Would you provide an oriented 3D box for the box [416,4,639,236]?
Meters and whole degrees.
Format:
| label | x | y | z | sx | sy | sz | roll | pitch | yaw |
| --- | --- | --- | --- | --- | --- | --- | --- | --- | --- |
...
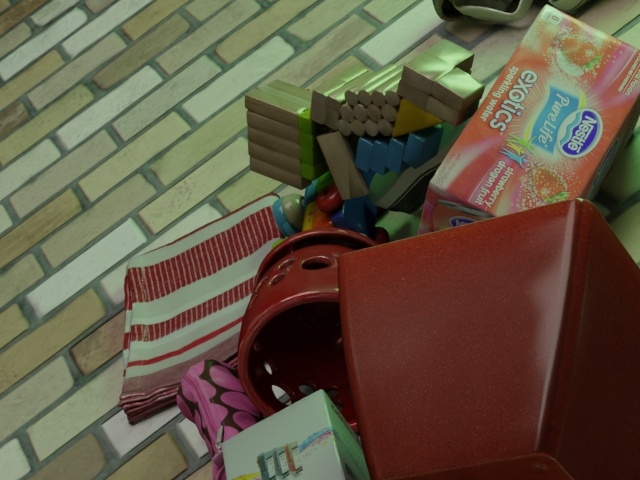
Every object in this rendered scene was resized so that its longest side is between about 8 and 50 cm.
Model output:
| label | x | y | z | sx | sy | sz | roll | pitch | yaw |
| --- | --- | --- | --- | --- | --- | --- | --- | --- | --- |
| box | 0.242 | -0.094 | 1.946 | 0.154 | 0.142 | 0.300 | 28 | 59 | 12 |

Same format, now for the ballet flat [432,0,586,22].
| label | x | y | z | sx | sy | sz | roll | pitch | yaw |
| --- | --- | --- | --- | --- | --- | --- | --- | --- | --- |
| ballet flat | 0.295 | -0.354 | 2.345 | 0.348 | 0.123 | 0.123 | -4 | 42 | 38 |

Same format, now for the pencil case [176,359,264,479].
| label | x | y | z | sx | sy | sz | roll | pitch | yaw |
| --- | --- | --- | --- | --- | --- | --- | --- | --- | --- |
| pencil case | -0.102 | 0.210 | 1.941 | 0.095 | 0.098 | 0.209 | -55 | 28 | 9 |

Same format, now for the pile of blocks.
| label | x | y | z | sx | sy | sz | roll | pitch | yaw |
| --- | --- | --- | --- | --- | --- | --- | --- | --- | --- |
| pile of blocks | 0.068 | -0.141 | 2.040 | 0.362 | 0.149 | 0.112 | -6 | 21 | 45 |

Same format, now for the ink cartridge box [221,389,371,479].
| label | x | y | z | sx | sy | sz | roll | pitch | yaw |
| --- | --- | --- | --- | --- | --- | --- | --- | --- | --- |
| ink cartridge box | -0.010 | 0.266 | 1.755 | 0.127 | 0.128 | 0.176 | -28 | 31 | 10 |

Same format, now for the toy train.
| label | x | y | z | sx | sy | sz | roll | pitch | yaw |
| --- | --- | --- | --- | --- | --- | --- | --- | --- | --- |
| toy train | 0.000 | 0.000 | 2.141 | 0.143 | 0.105 | 0.248 | -30 | 30 | 27 |

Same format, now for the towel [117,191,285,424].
| label | x | y | z | sx | sy | sz | roll | pitch | yaw |
| --- | --- | --- | --- | --- | --- | --- | --- | --- | --- |
| towel | -0.147 | 0.075 | 2.228 | 0.237 | 0.037 | 0.329 | -25 | 32 | 12 |

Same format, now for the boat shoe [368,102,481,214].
| label | x | y | z | sx | sy | sz | roll | pitch | yaw |
| --- | --- | --- | --- | --- | --- | --- | --- | --- | --- |
| boat shoe | 0.139 | -0.100 | 2.069 | 0.219 | 0.070 | 0.078 | -42 | 34 | 50 |

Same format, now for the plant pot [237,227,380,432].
| label | x | y | z | sx | sy | sz | roll | pitch | yaw |
| --- | --- | --- | --- | --- | --- | --- | --- | --- | --- |
| plant pot | 0.005 | 0.089 | 1.923 | 0.191 | 0.191 | 0.174 | -25 | 30 | 15 |

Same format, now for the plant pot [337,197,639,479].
| label | x | y | z | sx | sy | sz | roll | pitch | yaw |
| --- | --- | --- | --- | --- | --- | --- | --- | --- | --- |
| plant pot | 0.175 | 0.154 | 1.638 | 0.267 | 0.267 | 0.236 | -14 | 49 | 30 |
